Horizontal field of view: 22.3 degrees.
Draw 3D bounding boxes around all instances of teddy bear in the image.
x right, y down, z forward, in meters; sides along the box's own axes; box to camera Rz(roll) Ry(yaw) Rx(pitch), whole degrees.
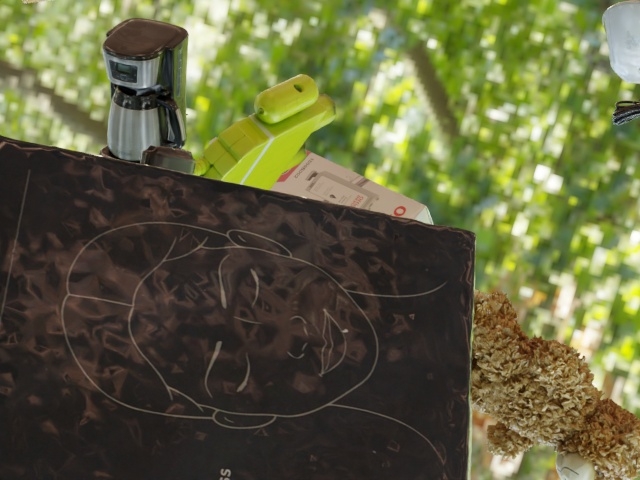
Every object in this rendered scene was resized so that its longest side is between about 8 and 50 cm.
[{"bbox_3d":[0.258,0.196,2.021,0.338,0.245,0.113,51,-133,-12],"label":"teddy bear"}]

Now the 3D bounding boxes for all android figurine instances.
[{"bbox_3d":[-0.093,-0.104,2.056,0.056,0.248,0.273,48,-137,11],"label":"android figurine"}]

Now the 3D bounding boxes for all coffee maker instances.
[{"bbox_3d":[-0.242,-0.214,2.252,0.120,0.178,0.171,3,-150,-3],"label":"coffee maker"}]

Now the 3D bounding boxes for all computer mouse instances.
[{"bbox_3d":[0.346,-0.185,1.741,0.106,0.042,0.193,-4,149,24],"label":"computer mouse"}]

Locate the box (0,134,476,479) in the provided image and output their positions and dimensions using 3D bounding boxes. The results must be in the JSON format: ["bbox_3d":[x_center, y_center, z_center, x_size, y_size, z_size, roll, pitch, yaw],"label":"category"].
[{"bbox_3d":[-0.131,0.209,1.470,0.471,0.480,0.297,12,150,-12],"label":"box"}]

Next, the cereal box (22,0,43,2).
[{"bbox_3d":[-0.257,-0.348,1.791,0.173,0.047,0.240,-7,159,-7],"label":"cereal box"}]

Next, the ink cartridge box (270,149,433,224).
[{"bbox_3d":[0.000,0.000,2.347,0.283,0.207,0.117,26,153,32],"label":"ink cartridge box"}]

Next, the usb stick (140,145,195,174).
[{"bbox_3d":[-0.187,0.033,1.767,0.045,0.278,0.077,10,179,29],"label":"usb stick"}]
